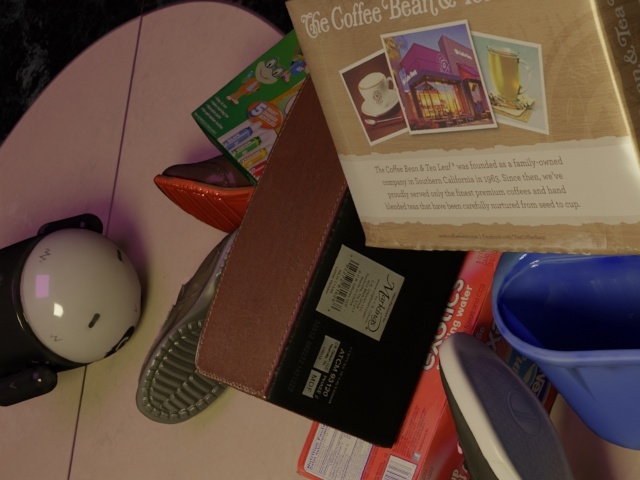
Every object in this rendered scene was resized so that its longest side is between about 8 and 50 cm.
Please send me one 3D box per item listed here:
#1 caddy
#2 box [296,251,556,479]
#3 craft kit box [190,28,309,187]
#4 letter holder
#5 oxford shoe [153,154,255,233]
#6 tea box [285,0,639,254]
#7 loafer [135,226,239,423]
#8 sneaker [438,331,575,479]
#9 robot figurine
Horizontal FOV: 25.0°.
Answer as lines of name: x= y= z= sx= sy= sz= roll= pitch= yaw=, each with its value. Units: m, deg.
caddy: x=0.295 y=0.025 z=1.117 sx=0.341 sy=0.179 sz=0.241 roll=-7 pitch=41 yaw=43
box: x=0.120 y=0.111 z=1.329 sx=0.154 sy=0.142 sz=0.300 roll=13 pitch=79 yaw=48
craft kit box: x=0.013 y=-0.148 z=1.578 sx=0.246 sy=0.061 sz=0.250 roll=-38 pitch=43 yaw=-7
letter holder: x=0.000 y=0.000 z=1.291 sx=0.214 sy=0.152 sz=0.302 roll=14 pitch=80 yaw=52
oxford shoe: x=-0.081 y=-0.067 z=1.674 sx=0.271 sy=0.097 sz=0.098 roll=9 pitch=62 yaw=40
tea box: x=0.211 y=-0.148 z=1.080 sx=0.329 sy=0.323 sz=0.220 roll=2 pitch=114 yaw=57
loafer: x=-0.126 y=0.094 z=1.641 sx=0.251 sy=0.094 sz=0.087 roll=-57 pitch=17 yaw=-6
sneaker: x=0.141 y=0.229 z=1.204 sx=0.147 sy=0.104 sz=0.296 roll=-32 pitch=85 yaw=34
robot figurine: x=-0.345 y=0.084 z=1.795 sx=0.278 sy=0.173 sz=0.209 roll=-16 pitch=89 yaw=40
